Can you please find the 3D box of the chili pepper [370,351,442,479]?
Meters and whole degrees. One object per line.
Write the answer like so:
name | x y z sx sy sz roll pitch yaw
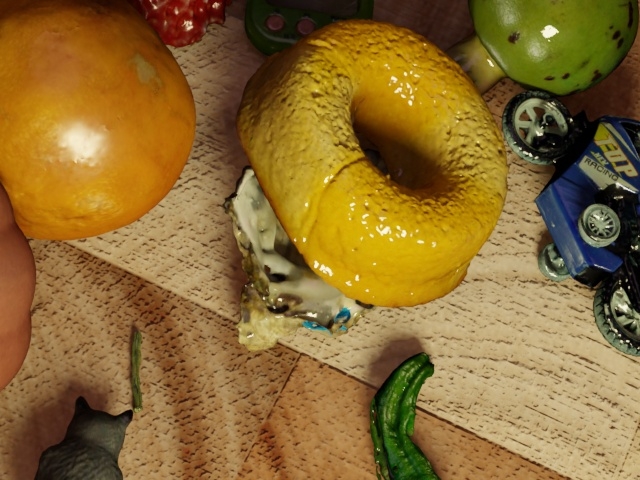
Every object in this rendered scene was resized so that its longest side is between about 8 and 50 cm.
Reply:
chili pepper | 0.085 0.191 1.581 0.073 0.050 0.182 -5 61 -1

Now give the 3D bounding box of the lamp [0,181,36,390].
lamp | -0.406 0.043 1.461 0.305 0.305 0.239 34 26 11

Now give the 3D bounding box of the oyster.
oyster | 0.000 0.000 1.653 0.223 0.083 0.214 0 70 -26

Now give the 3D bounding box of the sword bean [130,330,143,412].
sword bean | -0.180 0.129 1.604 0.012 0.012 0.083 -1 64 -7

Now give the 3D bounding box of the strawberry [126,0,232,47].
strawberry | -0.181 -0.331 1.754 0.234 0.178 0.234 4 67 -10

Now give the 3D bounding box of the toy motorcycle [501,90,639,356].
toy motorcycle | 0.309 -0.027 1.687 0.169 0.113 0.315 -18 75 -25

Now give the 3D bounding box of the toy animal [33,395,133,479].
toy animal | -0.237 0.229 1.488 0.121 0.117 0.210 9 64 5

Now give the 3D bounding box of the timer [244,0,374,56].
timer | -0.011 -0.254 1.801 0.140 0.047 0.128 7 64 -3

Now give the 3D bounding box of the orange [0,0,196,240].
orange | -0.247 -0.130 1.592 0.261 0.261 0.261 3 62 -5

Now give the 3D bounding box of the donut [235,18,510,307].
donut | 0.065 -0.088 1.626 0.303 0.110 0.303 16 56 -26

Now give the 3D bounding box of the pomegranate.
pomegranate | 0.224 -0.230 1.751 0.248 0.202 0.202 -35 68 12
